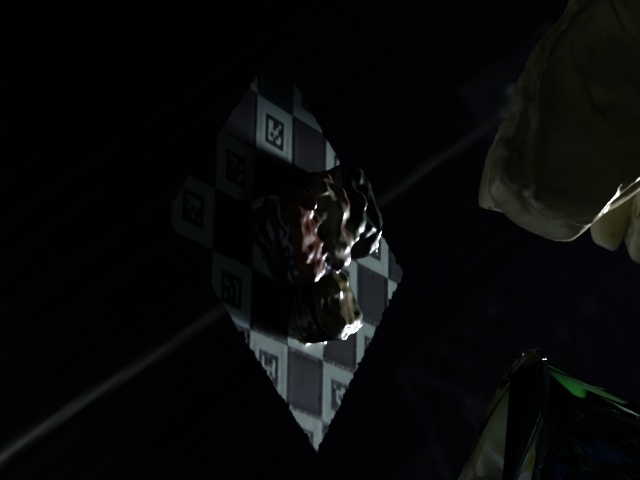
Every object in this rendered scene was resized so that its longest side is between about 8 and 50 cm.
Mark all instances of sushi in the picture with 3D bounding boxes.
[{"bbox_3d":[0.000,0.000,1.193,0.047,0.220,0.231,-13,-59,32],"label":"sushi"}]

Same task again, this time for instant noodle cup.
[{"bbox_3d":[0.163,0.191,0.840,0.178,0.240,0.240,18,-20,-1],"label":"instant noodle cup"}]

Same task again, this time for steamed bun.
[{"bbox_3d":[0.308,-0.134,1.538,0.247,0.428,0.189,31,-26,-4],"label":"steamed bun"}]
